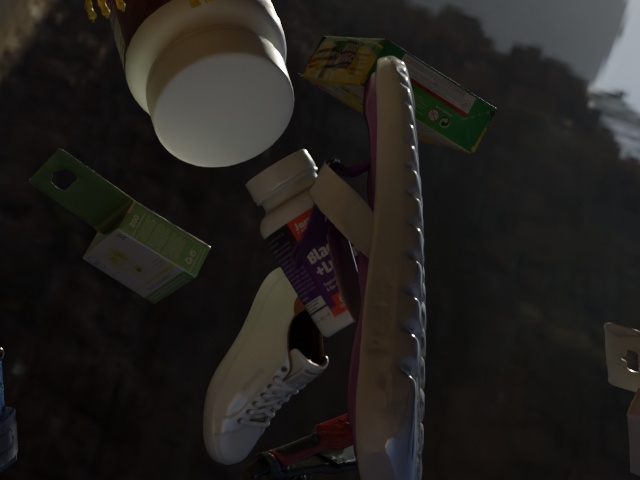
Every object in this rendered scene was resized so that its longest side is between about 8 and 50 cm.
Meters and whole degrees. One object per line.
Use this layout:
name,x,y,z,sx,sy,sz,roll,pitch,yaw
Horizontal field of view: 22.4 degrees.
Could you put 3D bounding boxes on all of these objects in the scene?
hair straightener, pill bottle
hair straightener,-0.010,0.220,1.492,0.230,0.047,0.089,-17,127,-56
pill bottle,-0.173,-0.294,2.223,0.392,0.224,0.224,-112,-148,-45
pill bottle,0.000,0.000,1.794,0.108,0.193,0.108,-32,177,-2

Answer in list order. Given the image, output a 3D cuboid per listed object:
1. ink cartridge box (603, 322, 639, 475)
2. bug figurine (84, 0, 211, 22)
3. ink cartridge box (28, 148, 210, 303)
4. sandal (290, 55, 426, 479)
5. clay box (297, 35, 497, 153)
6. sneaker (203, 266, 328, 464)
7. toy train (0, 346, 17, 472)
ink cartridge box,0.278,0.135,1.113,0.067,0.198,0.115,-60,156,-21
bug figurine,-0.222,-0.373,1.835,0.279,0.216,0.072,59,-9,25
ink cartridge box,-0.278,-0.015,2.129,0.171,0.235,0.056,-30,-149,62
sandal,0.027,0.004,1.215,0.416,0.102,0.169,-87,174,-48
clay box,0.065,-0.141,1.524,0.053,0.127,0.222,-60,-161,0
sneaker,-0.067,0.188,2.202,0.123,0.106,0.290,29,-77,40
toy train,-0.374,0.161,1.685,0.080,0.105,0.184,-38,132,-65
